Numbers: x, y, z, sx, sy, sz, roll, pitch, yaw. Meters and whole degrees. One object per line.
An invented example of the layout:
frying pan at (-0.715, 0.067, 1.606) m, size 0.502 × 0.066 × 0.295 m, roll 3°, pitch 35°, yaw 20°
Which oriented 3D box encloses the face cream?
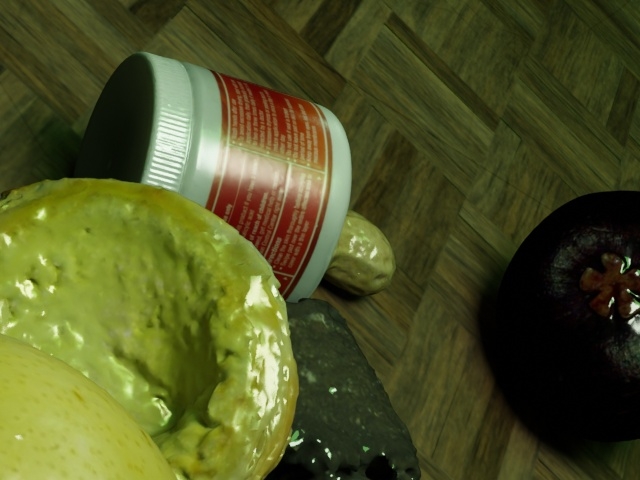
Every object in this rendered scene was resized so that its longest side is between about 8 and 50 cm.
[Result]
face cream at (-0.097, -0.043, 1.243) m, size 0.187 × 0.201 × 0.201 m, roll 15°, pitch 49°, yaw -26°

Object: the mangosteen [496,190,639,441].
mangosteen at (0.328, 0.092, 1.586) m, size 0.302 × 0.275 × 0.275 m, roll 49°, pitch 19°, yaw -65°

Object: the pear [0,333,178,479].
pear at (-0.238, 0.207, 0.789) m, size 0.348 × 0.348 × 0.348 m, roll 28°, pitch 42°, yaw -29°

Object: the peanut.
peanut at (0.000, 0.002, 1.428) m, size 0.192 × 0.089 × 0.089 m, roll 19°, pitch 47°, yaw -35°

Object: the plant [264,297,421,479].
plant at (-0.006, 0.206, 1.156) m, size 0.181 × 0.194 × 0.321 m, roll 6°, pitch 53°, yaw -40°

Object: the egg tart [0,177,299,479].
egg tart at (-0.167, 0.102, 1.074) m, size 0.314 × 0.120 × 0.315 m, roll 1°, pitch 72°, yaw -2°
